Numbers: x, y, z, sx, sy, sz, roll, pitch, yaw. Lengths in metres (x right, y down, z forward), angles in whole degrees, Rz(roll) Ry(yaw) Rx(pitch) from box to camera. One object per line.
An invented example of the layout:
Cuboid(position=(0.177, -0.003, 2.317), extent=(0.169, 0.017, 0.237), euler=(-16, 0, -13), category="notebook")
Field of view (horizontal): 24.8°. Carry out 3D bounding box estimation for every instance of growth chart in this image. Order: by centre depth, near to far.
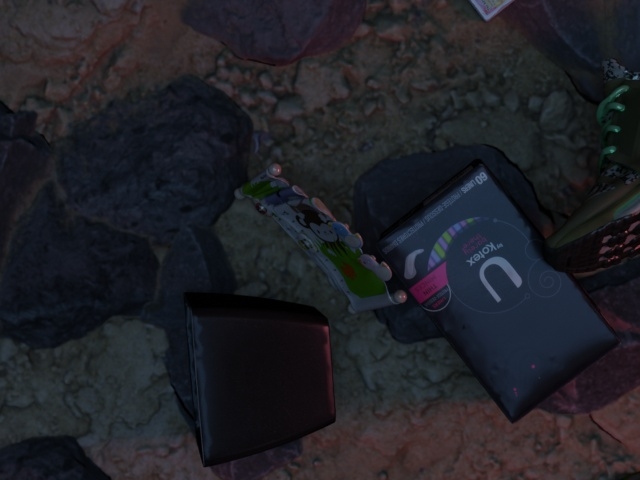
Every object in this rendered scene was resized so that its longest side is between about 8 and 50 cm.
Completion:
Cuboid(position=(0.000, 0.000, 1.754), extent=(0.237, 0.172, 0.021), euler=(46, 68, -1), category="growth chart")

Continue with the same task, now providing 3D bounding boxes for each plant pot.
Cuboid(position=(-0.074, 0.157, 1.768), extent=(0.166, 0.188, 0.188), euler=(-5, 95, -9), category="plant pot")

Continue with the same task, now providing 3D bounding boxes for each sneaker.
Cuboid(position=(0.377, -0.125, 1.703), extent=(0.410, 0.158, 0.182), euler=(-42, 69, -18), category="sneaker")

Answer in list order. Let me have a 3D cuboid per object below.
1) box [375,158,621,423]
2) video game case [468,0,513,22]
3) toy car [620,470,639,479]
Cuboid(position=(0.210, 0.056, 1.747), extent=(0.165, 0.143, 0.270), euler=(-38, 92, 7), category="box")
Cuboid(position=(0.210, -0.371, 1.772), extent=(0.143, 0.019, 0.157), euler=(-38, 92, 7), category="video game case")
Cuboid(position=(0.381, 0.384, 1.741), extent=(0.148, 0.188, 0.155), euler=(-24, 93, 6), category="toy car")
